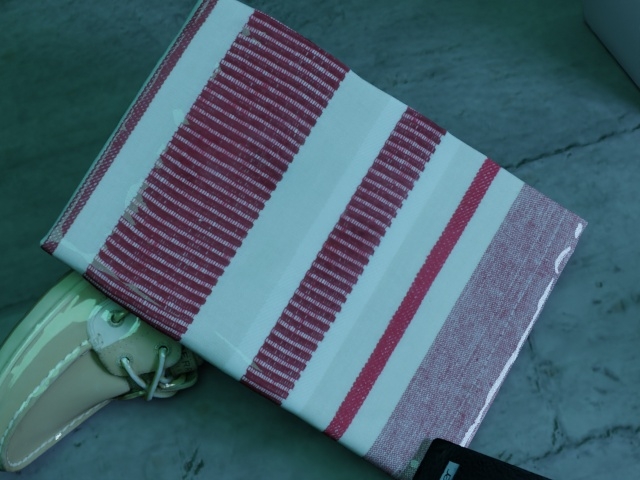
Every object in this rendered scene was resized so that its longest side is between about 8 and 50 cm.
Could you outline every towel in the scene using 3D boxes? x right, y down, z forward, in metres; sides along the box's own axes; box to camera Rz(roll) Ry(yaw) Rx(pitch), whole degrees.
[{"bbox_3d":[0.000,0.000,1.376,0.329,0.037,0.237,33,73,-5],"label":"towel"}]

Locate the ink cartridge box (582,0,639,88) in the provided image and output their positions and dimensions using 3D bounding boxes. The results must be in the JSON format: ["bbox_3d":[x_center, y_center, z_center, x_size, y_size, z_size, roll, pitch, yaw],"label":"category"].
[{"bbox_3d":[0.333,-0.236,1.404,0.273,0.198,0.115,-32,68,-6],"label":"ink cartridge box"}]

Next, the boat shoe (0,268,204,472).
[{"bbox_3d":[-0.128,0.062,1.393,0.098,0.109,0.302,39,72,20],"label":"boat shoe"}]

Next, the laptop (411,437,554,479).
[{"bbox_3d":[0.155,0.297,1.292,0.264,0.136,0.234,34,74,-17],"label":"laptop"}]
